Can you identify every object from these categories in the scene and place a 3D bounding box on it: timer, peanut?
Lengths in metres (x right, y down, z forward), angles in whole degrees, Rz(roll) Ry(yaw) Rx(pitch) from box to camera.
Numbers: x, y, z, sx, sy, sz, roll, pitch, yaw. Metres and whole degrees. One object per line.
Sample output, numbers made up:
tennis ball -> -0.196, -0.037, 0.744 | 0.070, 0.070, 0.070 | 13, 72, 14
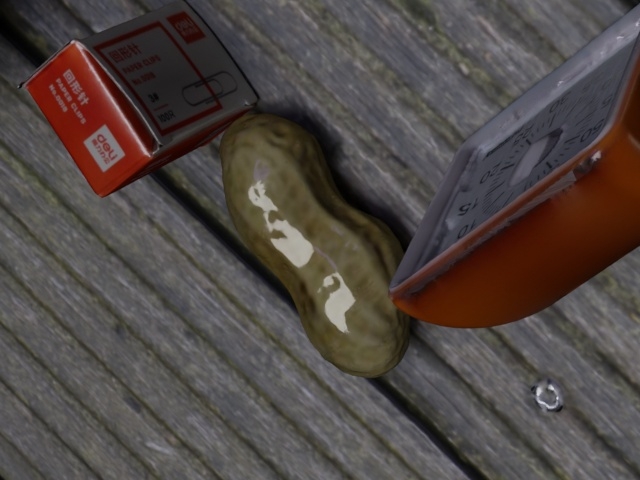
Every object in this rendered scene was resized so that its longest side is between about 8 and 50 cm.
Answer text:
timer -> 0.195, -0.044, 1.473 | 0.257, 0.250, 0.161 | -38, 89, 37
peanut -> 0.000, 0.000, 1.699 | 0.125, 0.111, 0.274 | -34, 91, 32

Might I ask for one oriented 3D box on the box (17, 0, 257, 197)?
box -> -0.164, -0.136, 1.697 | 0.099, 0.182, 0.133 | -36, 86, 36
